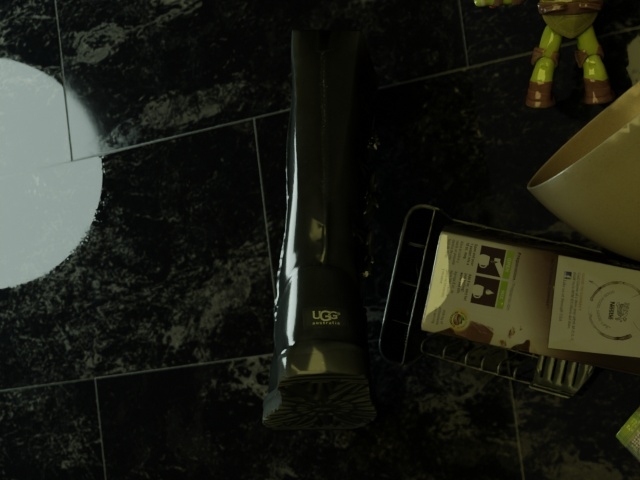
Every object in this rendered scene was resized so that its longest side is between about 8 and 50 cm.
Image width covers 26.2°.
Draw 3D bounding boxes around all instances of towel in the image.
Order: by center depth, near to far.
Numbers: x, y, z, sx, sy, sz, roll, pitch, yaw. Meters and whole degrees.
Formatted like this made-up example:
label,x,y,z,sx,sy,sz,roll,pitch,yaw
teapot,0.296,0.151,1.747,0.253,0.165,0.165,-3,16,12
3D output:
label,x,y,z,sx,sy,sz,roll,pitch,yaw
towel,0.399,0.242,1.644,0.083,0.009,0.060,44,110,24

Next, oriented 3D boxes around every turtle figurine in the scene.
label,x,y,z,sx,sy,sz,roll,pitch,yaw
turtle figurine,0.308,-0.272,1.636,0.270,0.087,0.217,-7,106,-8

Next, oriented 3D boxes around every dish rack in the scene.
label,x,y,z,sx,sy,sz,roll,pitch,yaw
dish rack,0.221,0.079,1.715,0.271,0.074,0.208,14,96,29

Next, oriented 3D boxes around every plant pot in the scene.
label,x,y,z,sx,sy,sz,roll,pitch,yaw
plant pot,0.398,-0.077,1.527,0.284,0.284,0.191,-39,93,23

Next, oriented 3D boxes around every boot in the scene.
label,x,y,z,sx,sy,sz,roll,pitch,yaw
boot,0.001,-0.001,1.773,0.146,0.367,0.445,1,70,-7

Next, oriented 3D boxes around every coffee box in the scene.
label,x,y,z,sx,sy,sz,roll,pitch,yaw
coffee box,0.274,0.069,1.574,0.297,0.168,0.118,11,94,7
